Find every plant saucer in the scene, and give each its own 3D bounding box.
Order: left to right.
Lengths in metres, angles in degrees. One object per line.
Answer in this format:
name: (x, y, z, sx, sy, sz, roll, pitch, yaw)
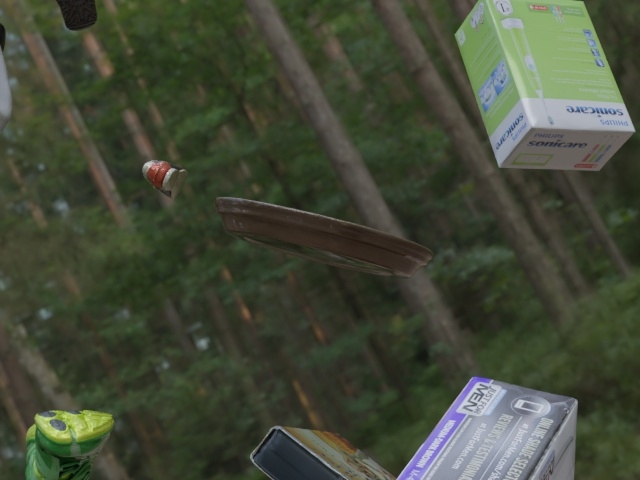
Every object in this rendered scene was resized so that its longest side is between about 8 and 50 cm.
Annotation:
plant saucer: (0.000, 0.000, 1.726, 0.278, 0.041, 0.278, 14, -5, 1)

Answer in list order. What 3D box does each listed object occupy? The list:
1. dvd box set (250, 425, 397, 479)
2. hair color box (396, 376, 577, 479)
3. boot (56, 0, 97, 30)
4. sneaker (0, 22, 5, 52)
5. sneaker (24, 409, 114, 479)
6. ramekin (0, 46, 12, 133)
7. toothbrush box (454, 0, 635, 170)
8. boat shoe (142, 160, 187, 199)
dvd box set: (0.084, 0.366, 1.899, 0.062, 0.307, 0.420, -54, -15, -1)
hair color box: (0.146, 0.315, 1.245, 0.110, 0.339, 0.185, 12, 30, 24)
boot: (-0.383, -0.433, 2.054, 0.076, 0.208, 0.189, -12, -22, -17)
sneaker: (-0.492, -0.217, 1.565, 0.286, 0.130, 0.109, -16, -45, -55)
sneaker: (-0.342, 0.297, 1.915, 0.109, 0.123, 0.295, 2, -15, -15)
ramekin: (-0.387, -0.190, 1.319, 0.127, 0.273, 0.273, -18, -9, 1)
toothbrush box: (0.372, -0.266, 2.364, 0.206, 0.283, 0.122, 0, -33, -26)
boat shoe: (-0.228, -0.091, 2.069, 0.137, 0.043, 0.049, 38, -104, -84)
